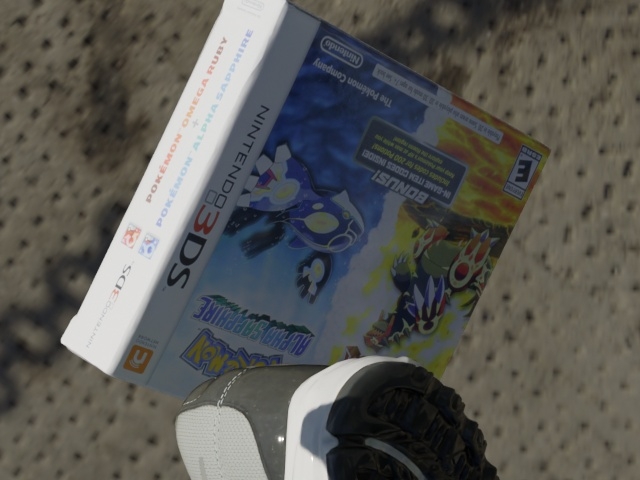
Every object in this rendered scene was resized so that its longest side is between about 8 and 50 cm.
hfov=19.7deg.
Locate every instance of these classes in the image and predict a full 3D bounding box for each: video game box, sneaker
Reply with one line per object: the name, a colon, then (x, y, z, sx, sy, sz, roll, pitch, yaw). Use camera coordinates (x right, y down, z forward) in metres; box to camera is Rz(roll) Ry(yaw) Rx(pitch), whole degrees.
video game box: (0.000, 0.000, 0.886, 0.205, 0.048, 0.187, 23, 96, -43)
sneaker: (0.028, 0.150, 0.730, 0.108, 0.100, 0.271, 5, 130, 39)
